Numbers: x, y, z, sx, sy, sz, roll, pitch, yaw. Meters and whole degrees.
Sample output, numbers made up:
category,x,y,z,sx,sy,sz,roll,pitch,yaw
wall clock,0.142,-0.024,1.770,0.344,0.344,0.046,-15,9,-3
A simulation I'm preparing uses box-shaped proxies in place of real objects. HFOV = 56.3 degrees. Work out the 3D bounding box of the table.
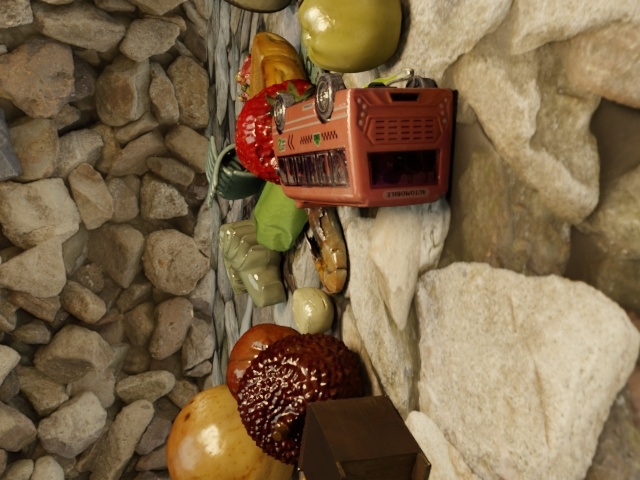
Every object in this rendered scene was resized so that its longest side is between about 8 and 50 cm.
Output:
category,x,y,z,sx,sy,sz,roll,pitch,yaw
table,0.071,0.418,1.095,0.193,0.169,0.172,-129,43,-60

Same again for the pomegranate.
category,x,y,z,sx,sy,sz,roll,pitch,yaw
pomegranate,-0.240,0.601,1.759,0.410,0.410,0.410,180,90,-71

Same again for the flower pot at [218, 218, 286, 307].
category,x,y,z,sx,sy,sz,roll,pitch,yaw
flower pot,-0.222,0.066,1.983,0.367,0.164,0.254,-167,67,-67

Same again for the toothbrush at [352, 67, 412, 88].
category,x,y,z,sx,sy,sz,roll,pitch,yaw
toothbrush,0.115,-0.314,1.195,0.263,0.026,0.022,-162,67,-71

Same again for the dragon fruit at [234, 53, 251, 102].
category,x,y,z,sx,sy,sz,roll,pitch,yaw
dragon fruit,-0.194,-0.513,1.904,0.166,0.160,0.172,58,-154,-51

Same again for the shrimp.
category,x,y,z,sx,sy,sz,roll,pitch,yaw
shrimp,0.008,-0.001,1.465,0.178,0.075,0.289,118,134,-59

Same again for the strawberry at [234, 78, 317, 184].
category,x,y,z,sx,sy,sz,roll,pitch,yaw
strawberry,-0.085,-0.243,1.420,0.277,0.257,0.257,170,100,-67

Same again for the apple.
category,x,y,z,sx,sy,sz,roll,pitch,yaw
apple,0.059,-0.410,1.136,0.200,0.200,0.200,180,90,-71

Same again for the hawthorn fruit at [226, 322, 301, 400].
category,x,y,z,sx,sy,sz,roll,pitch,yaw
hawthorn fruit,-0.137,0.351,1.605,0.262,0.258,0.258,-41,48,39

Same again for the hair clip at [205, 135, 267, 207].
category,x,y,z,sx,sy,sz,roll,pitch,yaw
hair clip,-0.248,-0.221,1.959,0.318,0.238,0.392,147,121,-71

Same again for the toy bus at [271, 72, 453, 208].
category,x,y,z,sx,sy,sz,roll,pitch,yaw
toy bus,0.057,-0.171,1.103,0.427,0.203,0.233,-167,73,-69

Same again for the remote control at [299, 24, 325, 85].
category,x,y,z,sx,sy,sz,roll,pitch,yaw
remote control,-0.014,-0.467,1.557,0.097,0.045,0.256,107,153,-62

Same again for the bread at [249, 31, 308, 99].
category,x,y,z,sx,sy,sz,roll,pitch,yaw
bread,-0.112,-0.388,1.683,0.337,0.148,0.328,104,159,-53

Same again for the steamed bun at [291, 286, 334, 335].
category,x,y,z,sx,sy,sz,roll,pitch,yaw
steamed bun,-0.014,0.171,1.469,0.130,0.091,0.112,-132,41,-59

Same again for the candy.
category,x,y,z,sx,sy,sz,roll,pitch,yaw
candy,-0.099,-0.088,1.658,0.343,0.142,0.132,121,135,-58

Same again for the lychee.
category,x,y,z,sx,sy,sz,roll,pitch,yaw
lychee,-0.036,0.333,1.278,0.304,0.275,0.276,-52,-29,-67

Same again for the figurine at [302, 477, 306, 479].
category,x,y,z,sx,sy,sz,roll,pitch,yaw
figurine,-0.015,0.655,1.344,0.343,0.187,0.215,150,109,-75

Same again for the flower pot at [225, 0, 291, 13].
category,x,y,z,sx,sy,sz,roll,pitch,yaw
flower pot,-0.157,-0.851,1.653,0.330,0.293,0.294,131,137,-52
